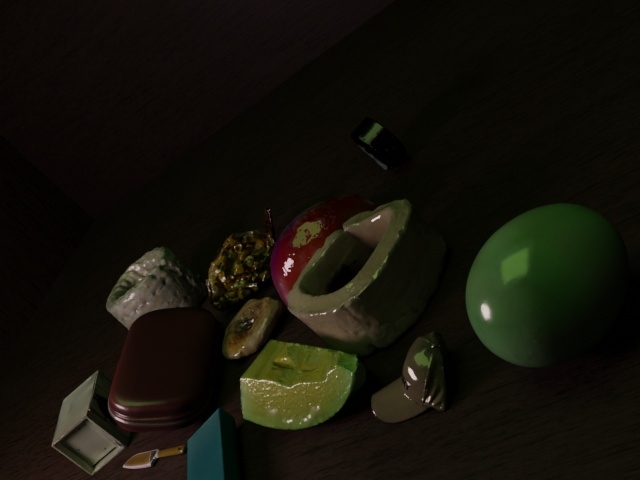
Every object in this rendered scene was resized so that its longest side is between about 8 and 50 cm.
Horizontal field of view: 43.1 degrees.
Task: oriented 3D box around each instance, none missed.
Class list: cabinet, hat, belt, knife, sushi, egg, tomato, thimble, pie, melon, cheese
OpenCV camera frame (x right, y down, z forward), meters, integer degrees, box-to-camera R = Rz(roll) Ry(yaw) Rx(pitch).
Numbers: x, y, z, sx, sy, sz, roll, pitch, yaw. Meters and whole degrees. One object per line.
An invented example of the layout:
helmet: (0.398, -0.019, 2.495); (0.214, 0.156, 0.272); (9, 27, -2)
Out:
cabinet: (-0.606, 0.488, 2.182); (0.150, 0.145, 0.206); (-40, 23, 10)
hat: (0.151, 0.243, 1.414); (0.175, 0.085, 0.147); (-32, 26, 23)
belt: (0.159, -0.264, 2.206); (0.078, 0.151, 0.198); (-49, 13, 0)
knife: (-0.404, 0.521, 1.946); (0.256, 0.022, 0.046); (-23, 34, 41)
sushi: (-0.213, 0.063, 2.267); (0.296, 0.167, 0.179); (-39, -1, -6)
egg: (0.343, 0.066, 1.224); (0.269, 0.220, 0.220); (-44, 21, -21)
tomato: (-0.006, 0.000, 1.992); (0.335, 0.176, 0.290); (-37, 21, 20)
thimble: (-0.508, 0.163, 2.524); (0.291, 0.195, 0.291); (-37, 23, 19)
pie: (-0.179, 0.226, 2.047); (0.218, 0.052, 0.185); (-14, 42, 54)
melon: (-0.017, 0.278, 1.593); (0.323, 0.124, 0.196); (-5, 45, 47)
cheese: (0.099, 0.071, 1.710); (0.332, 0.153, 0.292); (-52, 24, -21)

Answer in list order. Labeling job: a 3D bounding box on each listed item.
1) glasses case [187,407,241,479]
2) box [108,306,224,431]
glasses case: (-0.214, 0.478, 1.651); (0.117, 0.070, 0.301); (-46, 23, 12)
box: (-0.384, 0.317, 2.038); (0.263, 0.108, 0.404); (-3, 32, 4)
